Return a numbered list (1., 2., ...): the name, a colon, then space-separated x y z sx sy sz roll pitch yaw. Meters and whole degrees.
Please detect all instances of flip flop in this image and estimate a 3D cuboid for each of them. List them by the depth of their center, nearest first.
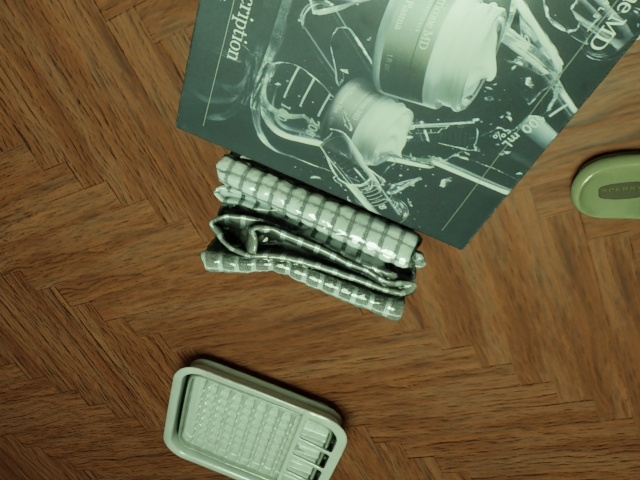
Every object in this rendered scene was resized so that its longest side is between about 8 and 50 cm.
1. flip flop: 0.436 -0.061 0.659 0.277 0.080 0.112 -4 121 19

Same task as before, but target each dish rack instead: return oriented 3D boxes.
1. dish rack: -0.126 0.358 1.107 0.332 0.072 0.285 20 127 2

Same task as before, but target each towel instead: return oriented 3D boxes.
1. towel: 0.000 0.000 0.701 0.235 0.283 0.121 22 97 4

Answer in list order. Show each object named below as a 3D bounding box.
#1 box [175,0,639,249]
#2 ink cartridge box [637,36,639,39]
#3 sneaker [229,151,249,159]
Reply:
1. box: 0.075 -0.209 0.501 0.312 0.179 0.343 22 136 -5
2. ink cartridge box: 0.196 -0.316 0.551 0.185 0.065 0.311 -13 116 39
3. sneaker: -0.083 -0.196 0.730 0.121 0.079 0.217 39 116 -7
